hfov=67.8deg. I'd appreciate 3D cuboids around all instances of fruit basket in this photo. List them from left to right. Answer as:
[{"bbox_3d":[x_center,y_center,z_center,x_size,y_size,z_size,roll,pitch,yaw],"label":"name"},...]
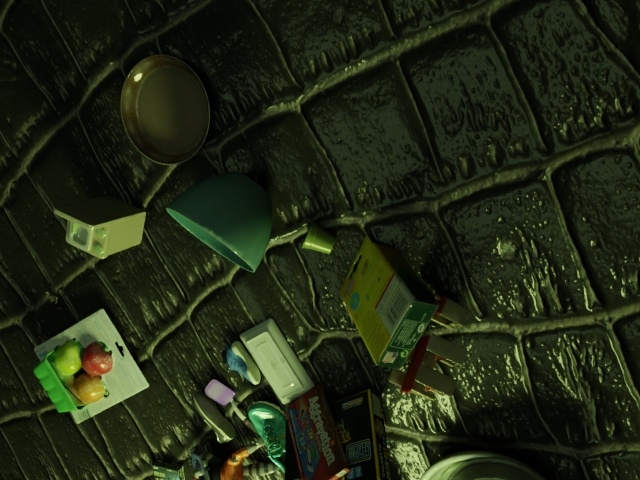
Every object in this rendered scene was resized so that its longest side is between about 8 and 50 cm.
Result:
[{"bbox_3d":[-0.832,0.457,1.734,0.353,0.165,0.327,-30,93,8],"label":"fruit basket"}]

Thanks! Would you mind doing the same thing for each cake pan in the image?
[{"bbox_3d":[0.469,0.716,1.253,0.293,0.054,0.294,5,106,19],"label":"cake pan"}]

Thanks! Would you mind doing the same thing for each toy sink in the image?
[{"bbox_3d":[-0.689,-0.038,1.484,0.152,0.234,0.131,22,110,12],"label":"toy sink"}]

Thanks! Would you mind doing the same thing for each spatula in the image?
[{"bbox_3d":[-0.267,0.583,1.605,0.296,0.030,0.084,42,114,5],"label":"spatula"}]

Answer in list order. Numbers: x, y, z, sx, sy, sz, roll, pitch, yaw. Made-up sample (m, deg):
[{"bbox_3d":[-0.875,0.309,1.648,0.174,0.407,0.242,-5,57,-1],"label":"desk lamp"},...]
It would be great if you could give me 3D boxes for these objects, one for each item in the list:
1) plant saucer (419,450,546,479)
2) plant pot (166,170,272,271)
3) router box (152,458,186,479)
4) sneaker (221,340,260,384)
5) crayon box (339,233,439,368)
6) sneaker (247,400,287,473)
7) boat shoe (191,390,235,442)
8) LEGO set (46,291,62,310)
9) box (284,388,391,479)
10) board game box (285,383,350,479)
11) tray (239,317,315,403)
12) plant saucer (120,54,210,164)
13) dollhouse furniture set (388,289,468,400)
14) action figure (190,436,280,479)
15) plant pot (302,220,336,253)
[{"bbox_3d":[0.473,0.749,1.343,0.400,0.100,0.401,5,105,19],"label":"plant saucer"},{"bbox_3d":[-0.246,-0.075,1.320,0.290,0.290,0.195,32,76,9],"label":"plant pot"},{"bbox_3d":[-0.566,0.878,1.786,0.122,0.038,0.092,0,103,20],"label":"router box"},{"bbox_3d":[-0.262,0.409,1.541,0.084,0.058,0.152,-36,86,18],"label":"sneaker"},{"bbox_3d":[0.162,0.145,1.235,0.081,0.319,0.202,15,115,-24],"label":"crayon box"},{"bbox_3d":[-0.137,0.636,1.524,0.107,0.110,0.275,-35,91,12],"label":"sneaker"},{"bbox_3d":[-0.379,0.609,1.629,0.065,0.075,0.206,-38,94,21],"label":"boat shoe"},{"bbox_3d":[-0.994,0.224,1.782,0.054,0.023,0.083,0,117,22],"label":"LEGO set"},{"bbox_3d":[0.040,0.610,1.385,0.321,0.257,0.079,-28,132,25],"label":"box"},{"bbox_3d":[-0.017,0.572,1.388,0.145,0.281,0.027,-39,127,11],"label":"board game box"},{"bbox_3d":[-0.141,0.390,1.510,0.145,0.030,0.270,-31,92,23],"label":"tray"},{"bbox_3d":[-0.450,-0.381,1.410,0.310,0.050,0.311,5,105,19],"label":"plant saucer"},{"bbox_3d":[0.263,0.267,1.223,0.135,0.262,0.259,25,72,2],"label":"dollhouse furniture set"},{"bbox_3d":[-0.297,0.845,1.613,0.330,0.178,0.342,-22,75,29],"label":"action figure"},{"bbox_3d":[0.000,0.000,1.337,0.079,0.083,0.083,24,111,-1],"label":"plant pot"}]
